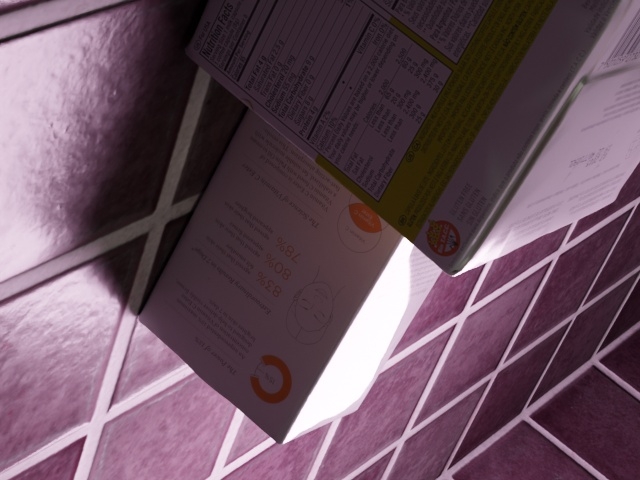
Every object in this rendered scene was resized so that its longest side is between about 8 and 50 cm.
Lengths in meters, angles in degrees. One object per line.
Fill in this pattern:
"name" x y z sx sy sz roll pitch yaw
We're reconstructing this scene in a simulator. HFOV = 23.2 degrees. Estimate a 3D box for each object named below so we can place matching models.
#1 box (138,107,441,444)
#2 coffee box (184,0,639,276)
"box" 0.000 0.000 1.609 0.168 0.215 0.345 -13 137 -58
"coffee box" 0.151 -0.230 1.379 0.337 0.334 0.338 -20 145 -54
